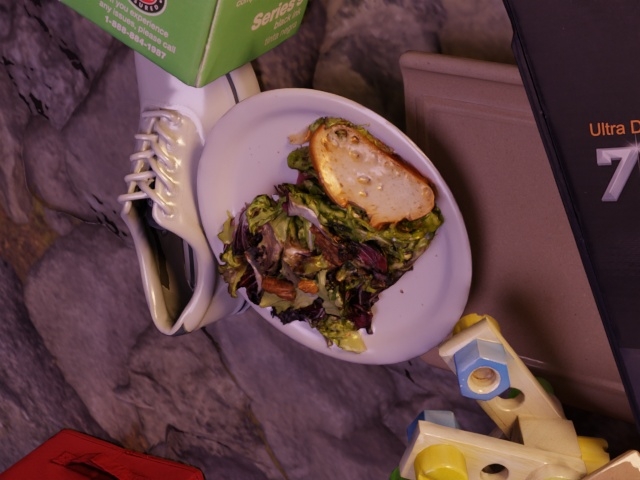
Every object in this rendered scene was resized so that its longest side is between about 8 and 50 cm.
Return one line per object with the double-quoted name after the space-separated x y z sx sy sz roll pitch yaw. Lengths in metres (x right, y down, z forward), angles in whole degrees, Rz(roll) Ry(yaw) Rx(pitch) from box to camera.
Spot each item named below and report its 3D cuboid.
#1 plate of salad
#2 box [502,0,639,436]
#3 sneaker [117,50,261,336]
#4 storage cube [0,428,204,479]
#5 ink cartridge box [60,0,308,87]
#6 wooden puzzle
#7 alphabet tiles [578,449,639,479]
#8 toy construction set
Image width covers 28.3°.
0.000 0.000 0.798 0.199 0.048 0.200 17 128 23 "plate of salad"
0.244 -0.030 0.557 0.295 0.073 0.293 -1 121 44 "box"
-0.094 -0.049 0.877 0.094 0.091 0.258 9 120 35 "sneaker"
-0.211 0.311 1.114 0.183 0.193 0.215 9 119 35 "storage cube"
-0.084 -0.269 0.717 0.211 0.121 0.289 35 131 17 "ink cartridge box"
0.154 0.004 0.752 0.221 0.044 0.239 14 127 32 "wooden puzzle"
0.141 0.292 0.672 0.285 0.342 0.011 60 175 1 "alphabet tiles"
0.171 0.204 0.775 0.327 0.151 0.215 31 115 -1 "toy construction set"
